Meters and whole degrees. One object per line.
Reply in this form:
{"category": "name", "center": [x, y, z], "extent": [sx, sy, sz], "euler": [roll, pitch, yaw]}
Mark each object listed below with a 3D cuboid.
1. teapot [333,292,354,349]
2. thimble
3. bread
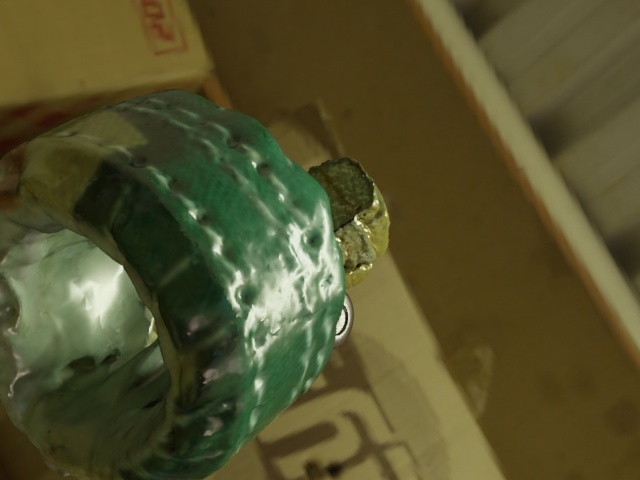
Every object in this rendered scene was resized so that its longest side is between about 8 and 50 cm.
{"category": "teapot", "center": [0.001, 0.077, 1.678], "extent": [0.045, 0.068, 0.100], "euler": [5, -96, 37]}
{"category": "thimble", "center": [-0.121, 0.042, 1.115], "extent": [0.254, 0.167, 0.288], "euler": [37, -46, 20]}
{"category": "bread", "center": [-0.004, 0.004, 1.532], "extent": [0.103, 0.156, 0.110], "euler": [58, 0, 35]}
